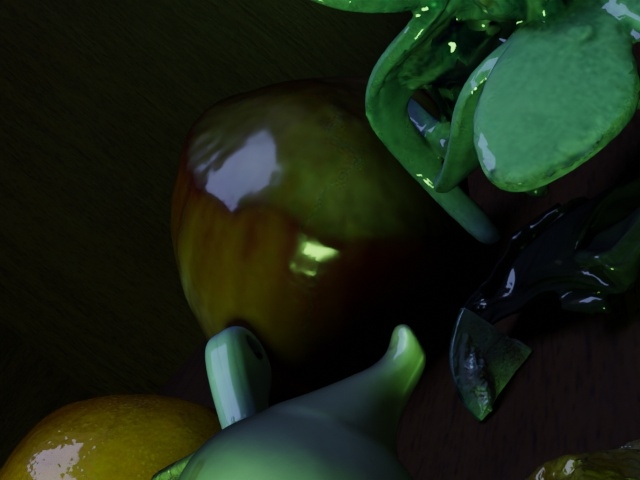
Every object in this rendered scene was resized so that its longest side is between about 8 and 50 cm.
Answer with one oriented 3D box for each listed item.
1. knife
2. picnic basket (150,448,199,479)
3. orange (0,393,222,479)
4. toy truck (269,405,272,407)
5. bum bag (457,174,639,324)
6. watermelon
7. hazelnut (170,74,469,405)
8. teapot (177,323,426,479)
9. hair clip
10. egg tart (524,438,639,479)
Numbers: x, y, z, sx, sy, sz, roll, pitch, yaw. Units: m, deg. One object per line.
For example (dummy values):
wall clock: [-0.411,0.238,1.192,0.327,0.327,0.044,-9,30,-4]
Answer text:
knife: [-0.044,0.202,0.814,0.044,0.080,0.331,-30,42,10]
picnic basket: [-0.061,0.247,0.596,0.134,0.154,0.196,-40,17,49]
orange: [-0.168,0.255,0.900,0.261,0.261,0.261,-50,6,7]
toy truck: [-0.090,0.246,1.217,0.115,0.080,0.178,-52,2,43]
bum bag: [0.182,0.008,0.710,0.123,0.060,0.248,-43,4,-21]
watermelon: [0.129,0.094,0.739,0.061,0.085,0.085,-17,18,19]
hazelnut: [0.000,-0.008,1.065,0.366,0.366,0.366,-50,6,7]
teapot: [0.023,0.195,0.389,0.318,0.149,0.220,-123,36,-59]
hair clip: [0.173,-0.180,0.765,0.318,0.392,0.238,-43,-19,-6]
egg tart: [0.116,0.138,0.474,0.129,0.049,0.129,-48,5,6]
